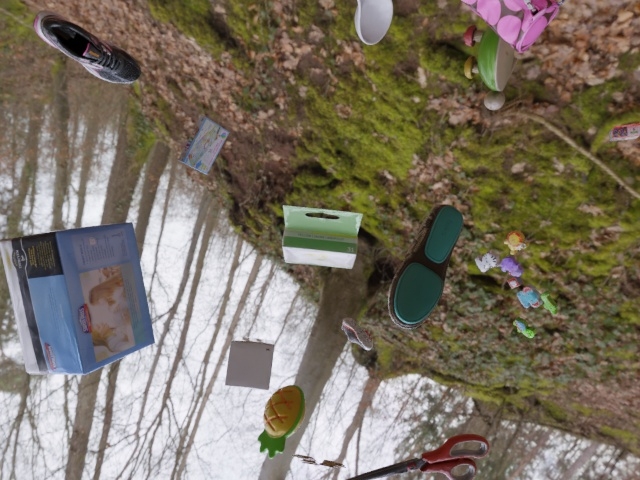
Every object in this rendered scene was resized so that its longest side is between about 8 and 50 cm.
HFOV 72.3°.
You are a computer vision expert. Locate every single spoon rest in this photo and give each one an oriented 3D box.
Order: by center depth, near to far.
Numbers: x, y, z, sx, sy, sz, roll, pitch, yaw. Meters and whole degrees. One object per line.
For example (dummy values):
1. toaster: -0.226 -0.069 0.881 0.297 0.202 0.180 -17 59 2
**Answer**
1. spoon rest: 0.111 -0.628 1.156 0.084 0.137 0.276 39 -167 37

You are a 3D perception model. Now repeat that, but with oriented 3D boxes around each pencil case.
1. pencil case: 0.279 -0.404 0.702 0.209 0.095 0.098 48 -152 15

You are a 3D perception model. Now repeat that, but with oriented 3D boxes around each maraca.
1. maraca: -0.103 0.466 1.141 0.099 0.185 0.127 40 152 -30

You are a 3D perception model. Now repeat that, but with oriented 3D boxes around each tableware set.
1. tableware set: -0.003 0.664 1.311 0.141 0.020 0.168 3 151 17

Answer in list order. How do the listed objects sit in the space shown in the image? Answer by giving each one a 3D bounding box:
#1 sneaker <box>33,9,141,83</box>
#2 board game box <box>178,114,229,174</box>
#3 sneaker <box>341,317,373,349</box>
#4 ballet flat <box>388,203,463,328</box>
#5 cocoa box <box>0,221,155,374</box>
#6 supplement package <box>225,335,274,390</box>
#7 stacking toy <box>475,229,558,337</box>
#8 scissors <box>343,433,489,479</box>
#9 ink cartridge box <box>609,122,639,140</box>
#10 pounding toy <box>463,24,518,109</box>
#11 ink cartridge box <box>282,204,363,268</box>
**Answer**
1. sneaker: -0.405 -0.331 0.778 0.178 0.072 0.077 16 -164 -45
2. board game box: -0.359 -0.293 1.353 0.026 0.154 0.103 30 -177 34
3. sneaker: 0.133 0.353 1.608 0.061 0.065 0.158 -3 -146 -36
4. ballet flat: 0.331 0.093 1.439 0.164 0.182 0.482 32 -117 -4
5. cocoa box: -0.618 0.141 1.134 0.228 0.347 0.231 -7 -175 25
6. supplement package: -0.172 0.300 1.090 0.105 0.105 0.179 8 170 -6
7. stacking toy: 0.466 0.095 1.011 0.167 0.052 0.221 -21 -102 -40
8. scissors: 0.188 0.413 0.830 0.297 0.109 0.021 10 -167 -18
9. ink cartridge box: 0.808 -0.286 1.161 0.063 0.029 0.115 -1 -175 28
10. pounding toy: 0.422 -0.463 1.119 0.110 0.183 0.237 14 169 30
11. ink cartridge box: 0.000 0.000 0.986 0.171 0.056 0.235 6 161 1
